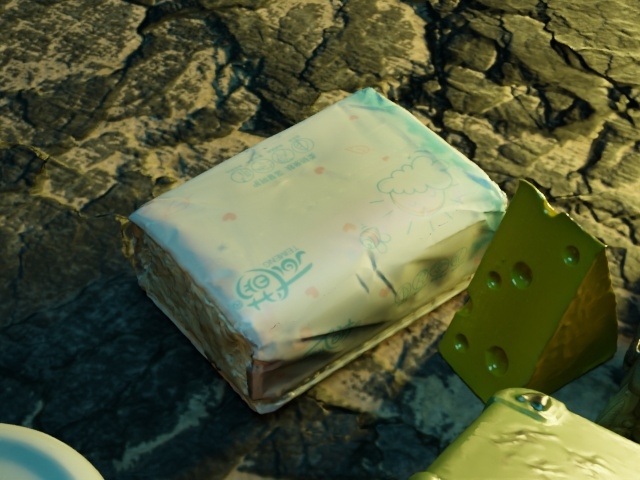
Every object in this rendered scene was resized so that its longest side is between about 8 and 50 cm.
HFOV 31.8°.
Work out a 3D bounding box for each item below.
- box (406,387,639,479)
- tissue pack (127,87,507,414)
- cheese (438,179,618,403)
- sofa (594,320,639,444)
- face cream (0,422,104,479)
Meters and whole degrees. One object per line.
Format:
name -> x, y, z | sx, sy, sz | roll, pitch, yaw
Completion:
box -> 0.178, 0.236, 0.657 | 0.329, 0.177, 0.253 | 23, 24, 21
tissue pack -> -0.002, -0.001, 0.964 | 0.271, 0.124, 0.201 | -31, 51, -24
cheese -> 0.175, 0.038, 0.892 | 0.126, 0.171, 0.093 | -25, 52, -22
sofa -> 0.347, 0.055, 0.869 | 0.200, 0.182, 0.258 | 19, 50, 17
face cream -> -0.209, 0.242, 0.693 | 0.201, 0.187, 0.201 | 0, 47, 0
